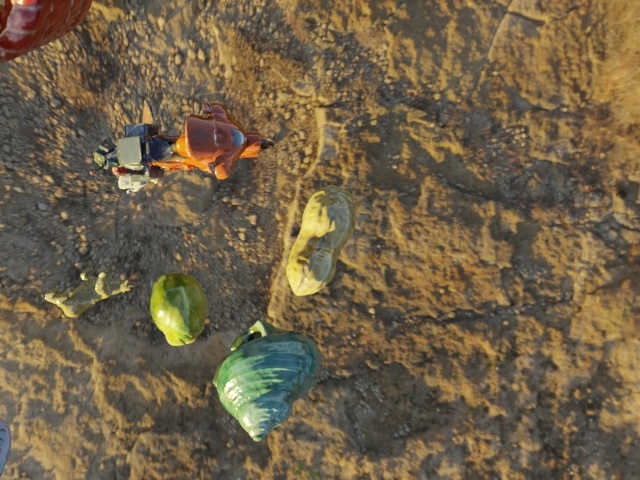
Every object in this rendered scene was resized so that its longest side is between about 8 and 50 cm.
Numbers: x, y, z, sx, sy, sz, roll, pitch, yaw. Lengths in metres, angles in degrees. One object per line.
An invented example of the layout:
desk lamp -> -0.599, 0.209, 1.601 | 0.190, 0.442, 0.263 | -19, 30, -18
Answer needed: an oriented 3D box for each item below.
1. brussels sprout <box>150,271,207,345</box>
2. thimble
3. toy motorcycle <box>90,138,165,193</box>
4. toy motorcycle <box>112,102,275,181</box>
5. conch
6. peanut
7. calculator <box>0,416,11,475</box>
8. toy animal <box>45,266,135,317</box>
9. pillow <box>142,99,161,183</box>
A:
brussels sprout -> -0.419, 0.199, 1.641 | 0.161, 0.223, 0.223 | -18, 99, -10
thimble -> -0.641, -0.522, 1.058 | 0.351, 0.230, 0.349 | 6, 126, 8
toy motorcycle -> -0.611, -0.232, 1.729 | 0.221, 0.102, 0.150 | 28, 42, 10
toy motorcycle -> -0.271, -0.188, 1.130 | 0.326, 0.221, 0.147 | -4, 90, 16
conch -> -0.086, 0.211, 0.852 | 0.134, 0.202, 0.196 | 46, 115, -3
peanut -> 0.000, 0.000, 1.381 | 0.147, 0.147, 0.305 | 29, 71, -17
calculator -> -0.781, 0.504, 1.184 | 0.186, 0.041, 0.298 | 22, 95, -51
toy animal -> -0.635, 0.142, 1.532 | 0.219, 0.103, 0.101 | -33, 118, -15
pillow -> -0.482, -0.284, 1.590 | 0.043, 0.126, 0.232 | -5, 57, -26
